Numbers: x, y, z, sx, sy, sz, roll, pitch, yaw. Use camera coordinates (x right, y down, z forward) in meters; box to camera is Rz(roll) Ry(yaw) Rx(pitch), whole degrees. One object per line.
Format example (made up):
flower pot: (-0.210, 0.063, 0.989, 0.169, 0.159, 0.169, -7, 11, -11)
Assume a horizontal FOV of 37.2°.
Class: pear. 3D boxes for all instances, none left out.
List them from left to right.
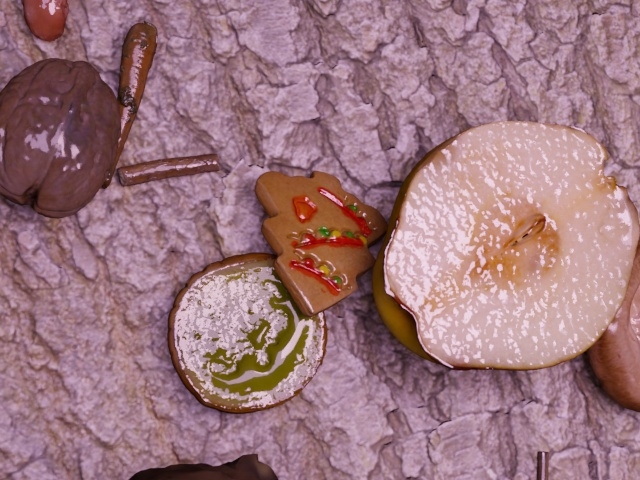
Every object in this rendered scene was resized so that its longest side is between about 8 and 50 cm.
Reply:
pear: (0.244, 0.018, 1.353, 0.386, 0.191, 0.340, -29, 89, -13)

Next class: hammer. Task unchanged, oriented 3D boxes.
hammer: (0.324, 0.403, 1.399, 0.062, 0.017, 0.182, 4, 79, -10)

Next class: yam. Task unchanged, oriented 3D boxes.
yam: (-0.217, -0.103, 1.367, 0.145, 0.032, 0.032, -10, 83, -13)

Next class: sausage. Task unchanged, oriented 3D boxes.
sausage: (-0.405, -0.437, 1.361, 0.078, 0.078, 0.305, -5, 82, -12)

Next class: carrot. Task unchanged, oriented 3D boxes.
carrot: (-0.280, -0.197, 1.366, 0.049, 0.049, 0.255, 13, 83, -9)

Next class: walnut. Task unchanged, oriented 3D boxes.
walnut: (-0.358, -0.147, 1.281, 0.178, 0.178, 0.231, 21, 67, -7)

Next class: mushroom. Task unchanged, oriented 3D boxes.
mushroom: (0.514, 0.120, 1.415, 0.278, 0.146, 0.278, 1, 88, -19)

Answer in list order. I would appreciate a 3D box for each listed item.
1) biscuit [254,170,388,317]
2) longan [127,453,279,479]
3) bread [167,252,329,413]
biscuit: (0.000, 0.000, 1.339, 0.212, 0.041, 0.239, 21, 51, -20)
longan: (-0.114, 0.443, 1.119, 0.390, 0.391, 0.391, 2, 81, -11)
bread: (-0.101, 0.127, 1.332, 0.236, 0.070, 0.236, 2, 81, -9)
